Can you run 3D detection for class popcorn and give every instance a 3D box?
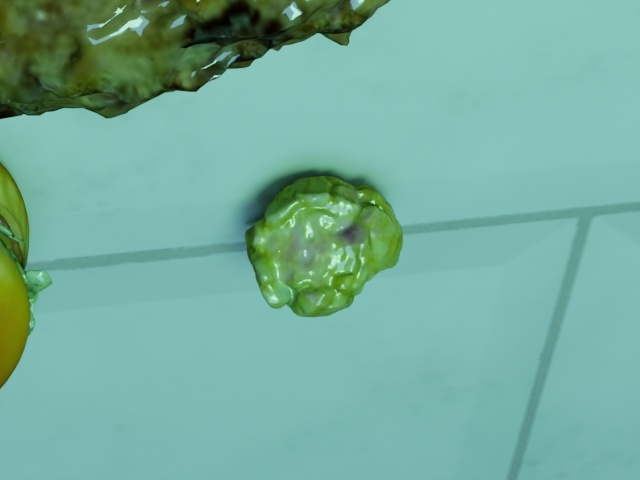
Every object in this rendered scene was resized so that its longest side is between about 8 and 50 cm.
[{"bbox_3d":[0.002,0.000,1.405,0.109,0.089,0.097,-25,107,2],"label":"popcorn"}]

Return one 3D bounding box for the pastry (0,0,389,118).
[{"bbox_3d":[-0.103,-0.215,0.905,0.405,0.292,0.337,-38,120,20],"label":"pastry"}]

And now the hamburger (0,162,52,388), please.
[{"bbox_3d":[-0.297,0.046,1.300,0.246,0.170,0.246,-7,141,-5],"label":"hamburger"}]
